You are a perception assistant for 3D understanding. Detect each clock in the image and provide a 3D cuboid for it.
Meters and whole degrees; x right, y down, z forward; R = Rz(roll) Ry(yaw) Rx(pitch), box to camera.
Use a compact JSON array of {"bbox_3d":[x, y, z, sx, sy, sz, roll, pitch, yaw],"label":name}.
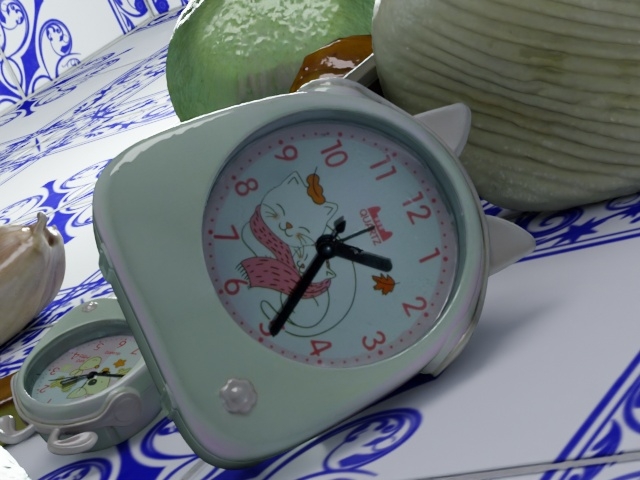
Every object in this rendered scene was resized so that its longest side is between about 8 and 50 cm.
[{"bbox_3d":[-0.204,0.130,1.734,0.151,0.062,0.191,6,40,36],"label":"clock"},{"bbox_3d":[0.001,0.013,1.515,0.324,0.265,0.108,-22,-12,-13],"label":"clock"}]

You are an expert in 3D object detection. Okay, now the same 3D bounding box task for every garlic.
[{"bbox_3d":[-0.383,0.062,2.265,0.228,0.110,0.217,-27,22,40],"label":"garlic"}]

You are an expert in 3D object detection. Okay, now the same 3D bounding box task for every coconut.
[{"bbox_3d":[-0.018,-0.185,2.205,0.328,0.281,0.328,-32,-27,-18],"label":"coconut"}]

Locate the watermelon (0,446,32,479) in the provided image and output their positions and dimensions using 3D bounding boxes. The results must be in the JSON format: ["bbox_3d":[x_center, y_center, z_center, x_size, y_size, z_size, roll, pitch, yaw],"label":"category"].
[{"bbox_3d":[-0.341,0.204,1.461,0.320,0.214,0.289,-28,7,43],"label":"watermelon"}]

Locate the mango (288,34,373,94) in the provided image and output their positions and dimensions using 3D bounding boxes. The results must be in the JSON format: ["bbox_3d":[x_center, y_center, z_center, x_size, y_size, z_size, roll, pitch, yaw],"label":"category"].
[{"bbox_3d":[0.091,-0.138,1.967,0.287,0.153,0.201,-11,18,-32],"label":"mango"}]

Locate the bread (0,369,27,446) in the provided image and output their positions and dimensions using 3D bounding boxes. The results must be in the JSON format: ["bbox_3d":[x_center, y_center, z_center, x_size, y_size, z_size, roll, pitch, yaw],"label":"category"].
[{"bbox_3d":[-0.241,0.136,1.864,0.226,0.049,0.088,-24,14,2],"label":"bread"}]

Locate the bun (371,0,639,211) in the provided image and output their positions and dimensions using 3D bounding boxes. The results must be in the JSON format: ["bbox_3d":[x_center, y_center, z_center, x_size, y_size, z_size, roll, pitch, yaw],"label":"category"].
[{"bbox_3d":[0.229,-0.198,1.731,0.349,0.352,0.227,16,43,9],"label":"bun"}]

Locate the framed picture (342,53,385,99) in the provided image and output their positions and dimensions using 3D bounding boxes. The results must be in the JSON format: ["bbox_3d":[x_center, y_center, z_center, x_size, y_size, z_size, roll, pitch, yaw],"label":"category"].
[{"bbox_3d":[0.015,-0.037,1.746,0.020,0.211,0.289,11,30,25],"label":"framed picture"}]
